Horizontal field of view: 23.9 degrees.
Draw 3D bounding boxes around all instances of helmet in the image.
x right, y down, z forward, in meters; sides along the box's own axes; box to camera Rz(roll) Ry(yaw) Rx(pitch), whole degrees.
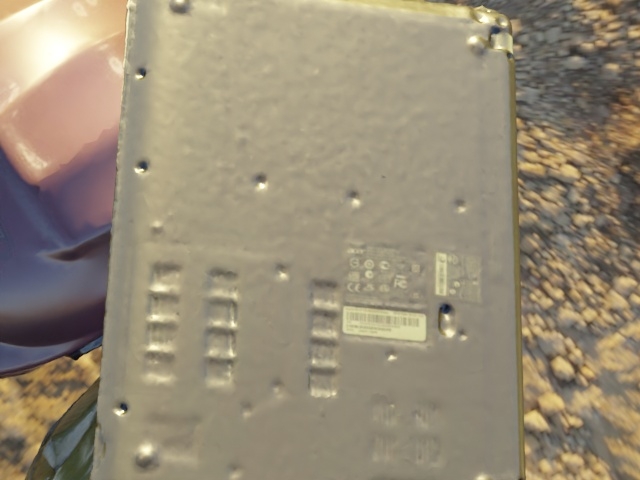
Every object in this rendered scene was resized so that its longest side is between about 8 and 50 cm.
[{"bbox_3d":[-0.173,-0.067,1.038,0.197,0.338,0.271,-23,103,31],"label":"helmet"}]

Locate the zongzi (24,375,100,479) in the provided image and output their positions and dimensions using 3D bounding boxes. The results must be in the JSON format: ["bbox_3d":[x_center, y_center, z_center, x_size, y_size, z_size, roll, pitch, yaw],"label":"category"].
[{"bbox_3d":[-0.100,0.123,1.100,0.125,0.251,0.274,42,132,-4],"label":"zongzi"}]

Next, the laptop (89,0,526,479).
[{"bbox_3d":[0.000,0.000,0.461,0.129,0.016,0.180,6,66,-12],"label":"laptop"}]
